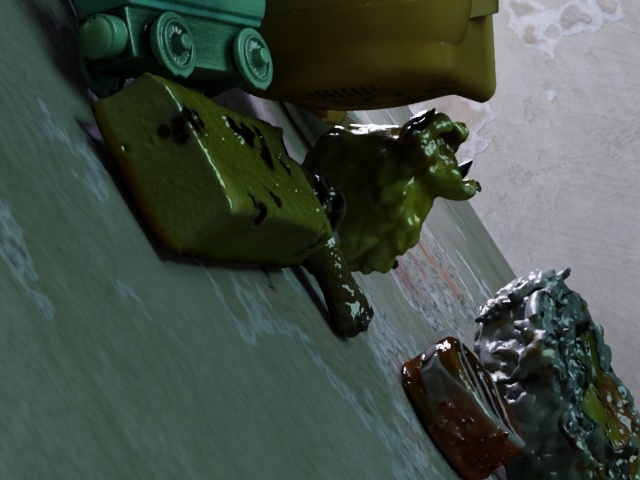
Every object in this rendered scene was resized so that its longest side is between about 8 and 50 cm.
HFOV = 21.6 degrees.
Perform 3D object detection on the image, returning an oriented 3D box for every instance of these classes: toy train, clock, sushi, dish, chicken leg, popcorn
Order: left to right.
[{"bbox_3d":[-0.126,-0.195,1.431,0.248,0.101,0.159,2,79,-62],"label":"toy train"},{"bbox_3d":[-0.012,-0.198,2.215,0.212,0.077,0.151,58,9,9],"label":"dish"},{"bbox_3d":[-0.001,-0.003,1.672,0.196,0.080,0.125,61,-1,21],"label":"chicken leg"},{"bbox_3d":[0.046,-0.219,1.660,0.317,0.244,0.200,-24,106,-75],"label":"clock"},{"bbox_3d":[0.071,-0.054,1.806,0.173,0.195,0.168,53,30,-40],"label":"popcorn"},{"bbox_3d":[0.310,0.229,2.126,0.417,0.176,0.417,58,14,-24],"label":"sushi"}]

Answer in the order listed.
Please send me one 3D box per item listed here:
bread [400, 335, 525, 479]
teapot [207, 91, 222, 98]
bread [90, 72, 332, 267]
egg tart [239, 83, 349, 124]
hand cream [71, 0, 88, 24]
[{"bbox_3d":[0.157,0.184,1.828,0.160,0.073,0.160,54,10,-14],"label":"bread"},{"bbox_3d":[-0.143,-0.174,1.584,0.091,0.124,0.092,-50,149,-62],"label":"teapot"},{"bbox_3d":[-0.080,-0.052,1.446,0.138,0.077,0.361,59,10,9],"label":"bread"},{"bbox_3d":[-0.075,-0.278,1.965,0.345,0.132,0.345,61,10,-19],"label":"egg tart"},{"bbox_3d":[-0.231,-0.290,1.569,0.109,0.067,0.320,46,9,-47],"label":"hand cream"}]
